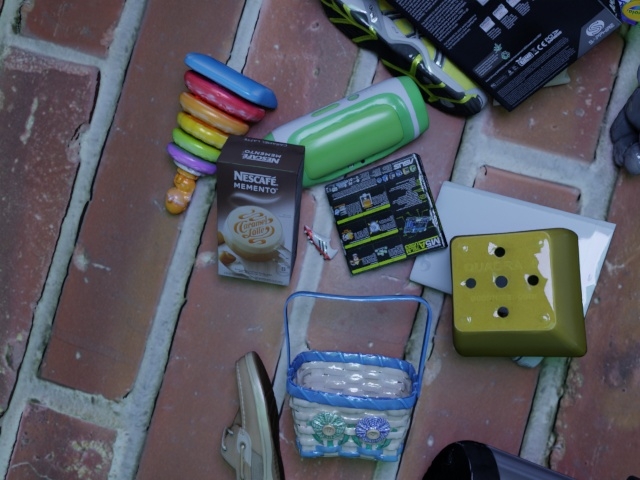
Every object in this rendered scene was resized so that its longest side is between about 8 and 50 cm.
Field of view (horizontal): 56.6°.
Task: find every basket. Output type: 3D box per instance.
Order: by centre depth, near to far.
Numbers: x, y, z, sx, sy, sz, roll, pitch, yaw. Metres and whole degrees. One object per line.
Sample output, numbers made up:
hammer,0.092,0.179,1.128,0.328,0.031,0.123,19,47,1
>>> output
basket,0.063,0.233,1.050,0.254,0.201,0.289,1,96,4

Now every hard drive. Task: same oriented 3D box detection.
hard drive,0.337,0.026,1.072,0.307,0.040,0.203,19,87,27

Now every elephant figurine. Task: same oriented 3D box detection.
elephant figurine,0.671,-0.197,1.077,0.239,0.186,0.169,1,62,-1

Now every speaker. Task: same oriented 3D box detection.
speaker,0.047,-0.200,1.117,0.296,0.131,0.131,-23,85,1

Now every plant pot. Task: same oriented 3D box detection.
plant pot,0.302,0.078,0.950,0.212,0.187,0.212,-5,78,24

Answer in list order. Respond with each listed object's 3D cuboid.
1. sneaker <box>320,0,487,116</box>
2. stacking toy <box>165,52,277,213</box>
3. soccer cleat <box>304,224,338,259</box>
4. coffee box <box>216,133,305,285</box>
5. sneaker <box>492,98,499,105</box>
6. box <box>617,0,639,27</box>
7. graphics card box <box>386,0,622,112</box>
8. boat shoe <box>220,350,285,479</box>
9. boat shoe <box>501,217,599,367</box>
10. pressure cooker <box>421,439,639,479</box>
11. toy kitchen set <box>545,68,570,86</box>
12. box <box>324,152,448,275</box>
sneaker,0.176,-0.391,1.115,0.384,0.145,0.147,43,87,2
stacking toy,-0.225,-0.185,1.135,0.165,0.175,0.302,29,102,5
soccer cleat,0.000,0.000,1.157,0.035,0.029,0.083,-38,88,-9
coffee box,-0.109,-0.050,1.064,0.141,0.098,0.247,8,127,3
sneaker,0.330,-0.363,1.142,0.094,0.080,0.212,-21,87,13
box,0.491,-0.544,1.024,0.290,0.177,0.279,26,48,5
graphics card box,0.273,-0.412,0.973,0.371,0.233,0.094,37,44,-12
boat shoe,-0.132,0.378,1.092,0.110,0.121,0.341,-8,87,2
boat shoe,0.418,0.087,1.087,0.094,0.109,0.302,28,91,1
pressure cooker,0.351,0.554,0.922,0.420,0.370,0.376,20,51,2
toy kitchen set,0.410,-0.422,1.145,0.122,0.166,0.207,-3,50,2
box,0.121,-0.047,1.119,0.190,0.045,0.184,-19,87,20
